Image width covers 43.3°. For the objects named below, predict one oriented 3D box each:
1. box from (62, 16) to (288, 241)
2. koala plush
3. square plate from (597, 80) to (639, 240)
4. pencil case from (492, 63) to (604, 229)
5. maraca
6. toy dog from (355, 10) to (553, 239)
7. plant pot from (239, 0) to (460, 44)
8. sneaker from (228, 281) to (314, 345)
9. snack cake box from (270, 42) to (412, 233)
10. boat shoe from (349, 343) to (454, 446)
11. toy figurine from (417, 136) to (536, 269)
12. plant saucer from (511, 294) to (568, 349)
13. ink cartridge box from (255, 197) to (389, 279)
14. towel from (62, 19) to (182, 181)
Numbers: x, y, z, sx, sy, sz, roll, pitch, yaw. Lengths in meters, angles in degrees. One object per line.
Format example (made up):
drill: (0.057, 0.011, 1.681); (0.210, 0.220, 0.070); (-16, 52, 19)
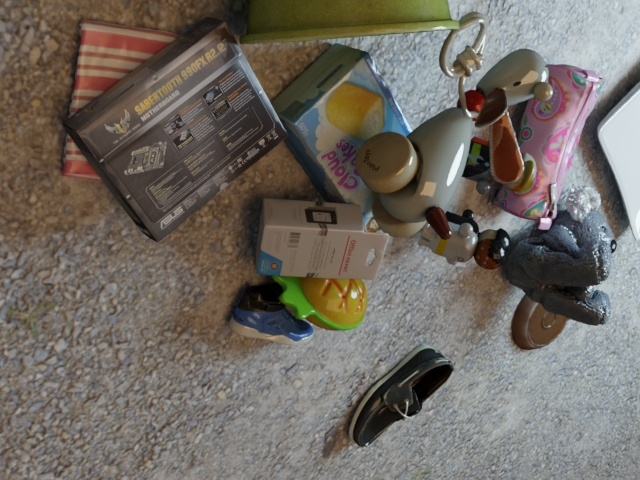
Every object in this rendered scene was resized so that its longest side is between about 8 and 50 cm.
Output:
box: (-0.175, -0.139, 1.016); (0.231, 0.056, 0.183); (-42, 126, -16)
koala plush: (0.485, 0.013, 1.557); (0.221, 0.203, 0.196); (-55, 144, -30)
square plate: (0.709, -0.227, 1.666); (0.347, 0.049, 0.344); (-46, 131, -10)
pencil case: (0.402, -0.168, 1.422); (0.124, 0.124, 0.284); (5, 107, -38)
maraca: (0.001, 0.081, 1.247); (0.186, 0.127, 0.099); (12, 135, -44)
toy dog: (0.202, -0.123, 1.109); (0.333, 0.161, 0.220); (-52, 146, 13)
plant pot: (0.026, -0.376, 0.978); (0.276, 0.276, 0.253); (-13, 107, -31)
sneaker: (-0.061, 0.111, 1.252); (0.152, 0.058, 0.084); (14, 111, -33)
snack cake box: (0.051, -0.139, 1.198); (0.152, 0.089, 0.264); (-46, 130, -11)
boat shoe: (0.147, 0.292, 1.479); (0.233, 0.079, 0.084); (-43, 131, -10)
toy figurine: (0.259, -0.059, 1.295); (0.209, 0.148, 0.213); (-35, 144, -77)
plant saucer: (0.470, 0.159, 1.687); (0.169, 0.029, 0.168); (-16, 121, -30)
ink cartridge box: (0.000, 0.000, 1.178); (0.180, 0.060, 0.104); (4, 135, -10)
towel: (-0.244, -0.169, 1.010); (0.144, 0.029, 0.197); (1, 108, -37)
